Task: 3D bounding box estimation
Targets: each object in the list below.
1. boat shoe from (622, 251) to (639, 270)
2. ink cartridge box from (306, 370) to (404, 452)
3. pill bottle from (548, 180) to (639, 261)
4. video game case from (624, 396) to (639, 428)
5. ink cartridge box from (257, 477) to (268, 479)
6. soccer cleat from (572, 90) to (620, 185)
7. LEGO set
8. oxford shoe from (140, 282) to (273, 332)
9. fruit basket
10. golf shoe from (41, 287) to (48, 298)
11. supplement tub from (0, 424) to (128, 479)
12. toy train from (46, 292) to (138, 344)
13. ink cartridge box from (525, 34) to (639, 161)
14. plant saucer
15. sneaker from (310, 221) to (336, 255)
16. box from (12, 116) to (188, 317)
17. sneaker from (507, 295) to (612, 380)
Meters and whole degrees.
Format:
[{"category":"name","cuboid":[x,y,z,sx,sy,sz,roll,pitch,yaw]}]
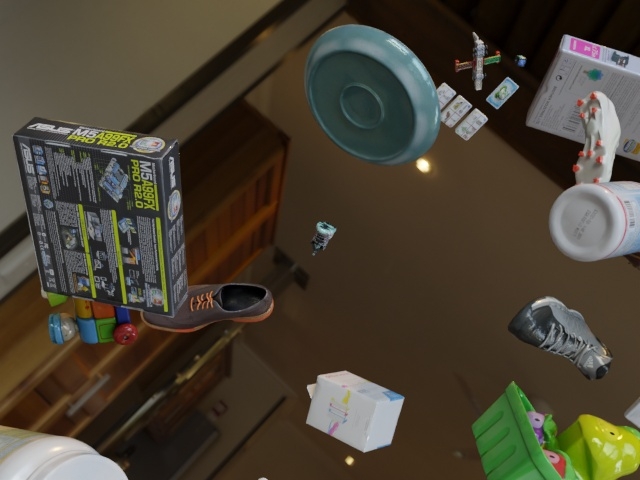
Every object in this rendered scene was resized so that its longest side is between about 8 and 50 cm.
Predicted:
[{"category":"boat shoe","cuboid":[0.695,0.013,1.739,0.342,0.123,0.123,22,-53,55]},{"category":"ink cartridge box","cuboid":[0.051,0.286,1.376,0.143,0.089,0.092,18,7,35]},{"category":"pill bottle","cuboid":[0.340,-0.025,0.931,0.087,0.160,0.087,6,-82,45]},{"category":"video game case","cuboid":[0.604,0.275,1.308,0.143,0.157,0.019,37,20,2]},{"category":"ink cartridge box","cuboid":[-0.091,0.548,1.281,0.207,0.353,0.119,36,13,12]},{"category":"soccer cleat","cuboid":[0.462,-0.153,1.322,0.076,0.196,0.068,18,-21,-31]},{"category":"LEGO set","cuboid":[0.382,-0.385,1.972,0.182,0.244,0.060,29,25,-35]},{"category":"oxford shoe","cuboid":[-0.232,0.123,1.628,0.098,0.271,0.096,97,-16,-69]},{"category":"fruit basket","cuboid":[0.600,0.519,1.999,0.283,0.392,0.392,53,-22,-14]},{"category":"golf shoe","cuboid":[-0.533,0.021,1.698,0.115,0.140,0.306,14,19,-6]},{"category":"supplement tub","cuboid":[-0.491,0.434,1.315,0.331,0.241,0.241,-3,-49,38]},{"category":"toy train","cuboid":[-0.389,0.070,1.331,0.105,0.143,0.248,-115,-159,-50]},{"category":"ink cartridge box","cuboid":[0.556,-0.244,1.468,0.311,0.065,0.185,20,-38,5]},{"category":"plant saucer","cuboid":[0.090,-0.277,1.618,0.318,0.043,0.317,25,-41,23]},{"category":"sneaker","cuboid":[0.000,0.000,1.593,0.038,0.069,0.098,32,7,10]},{"category":"box","cuboid":[-0.304,-0.029,1.140,0.216,0.060,0.270,9,-55,10]},{"category":"sneaker","cuboid":[0.405,0.165,1.299,0.229,0.086,0.132,11,31,-47]}]
